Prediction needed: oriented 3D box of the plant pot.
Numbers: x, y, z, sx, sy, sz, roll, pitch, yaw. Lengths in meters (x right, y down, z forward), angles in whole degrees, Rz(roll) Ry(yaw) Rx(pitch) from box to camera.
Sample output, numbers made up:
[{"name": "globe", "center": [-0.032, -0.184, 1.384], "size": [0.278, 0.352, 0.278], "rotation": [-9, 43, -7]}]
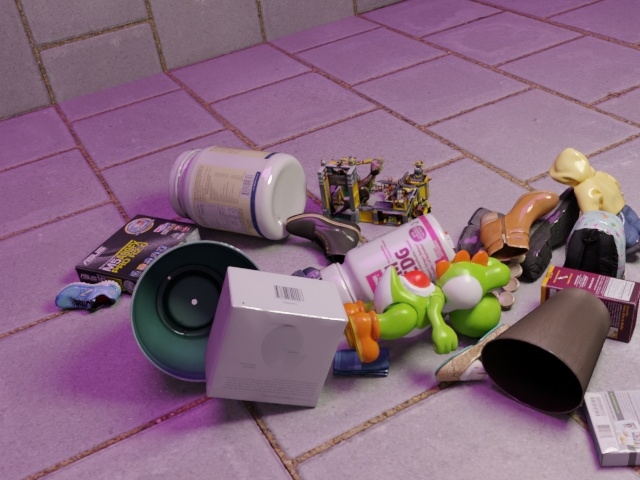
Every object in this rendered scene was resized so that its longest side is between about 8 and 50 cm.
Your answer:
[{"name": "plant pot", "center": [-0.267, 0.141, 1.577], "size": [0.293, 0.293, 0.196], "rotation": [-19, 8, -15]}]

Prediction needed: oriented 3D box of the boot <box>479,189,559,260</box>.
[{"name": "boot", "center": [0.461, -0.028, 1.651], "size": [0.197, 0.073, 0.152], "rotation": [-26, 29, 20]}]

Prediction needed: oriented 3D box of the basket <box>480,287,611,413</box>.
[{"name": "basket", "center": [0.459, 0.200, 1.407], "size": [0.204, 0.154, 0.227], "rotation": [20, 39, 37]}]

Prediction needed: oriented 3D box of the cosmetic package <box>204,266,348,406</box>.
[{"name": "cosmetic package", "center": [-0.093, 0.191, 1.416], "size": [0.224, 0.224, 0.138], "rotation": [10, 28, -17]}]

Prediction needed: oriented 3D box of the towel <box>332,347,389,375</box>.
[{"name": "towel", "center": [0.086, 0.254, 1.515], "size": [0.120, 0.029, 0.067], "rotation": [-4, 33, 9]}]

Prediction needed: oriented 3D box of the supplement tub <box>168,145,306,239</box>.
[{"name": "supplement tub", "center": [-0.227, -0.137, 1.988], "size": [0.325, 0.235, 0.235], "rotation": [10, 38, 26]}]

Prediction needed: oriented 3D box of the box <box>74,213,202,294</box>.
[{"name": "box", "center": [-0.483, 0.035, 1.949], "size": [0.216, 0.060, 0.270], "rotation": [11, 38, 26]}]

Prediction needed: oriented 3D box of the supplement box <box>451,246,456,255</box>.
[{"name": "supplement box", "center": [0.304, 0.048, 1.743], "size": [0.036, 0.062, 0.098], "rotation": [-11, 34, -3]}]

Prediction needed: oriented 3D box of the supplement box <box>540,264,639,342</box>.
[{"name": "supplement box", "center": [0.563, 0.131, 1.521], "size": [0.188, 0.104, 0.081], "rotation": [12, 38, 27]}]

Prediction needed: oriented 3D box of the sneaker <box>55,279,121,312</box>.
[{"name": "sneaker", "center": [-0.582, 0.144, 1.807], "size": [0.162, 0.063, 0.073], "rotation": [-10, 37, -1]}]

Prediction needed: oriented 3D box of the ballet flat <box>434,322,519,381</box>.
[{"name": "ballet flat", "center": [0.323, 0.237, 1.455], "size": [0.206, 0.073, 0.067], "rotation": [-30, 58, -23]}]

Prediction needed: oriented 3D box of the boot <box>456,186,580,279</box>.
[{"name": "boot", "center": [0.494, -0.050, 1.797], "size": [0.223, 0.118, 0.338], "rotation": [18, 43, 36]}]

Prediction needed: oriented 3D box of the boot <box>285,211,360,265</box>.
[{"name": "boot", "center": [0.000, 0.000, 1.863], "size": [0.198, 0.076, 0.137], "rotation": [5, 40, 6]}]

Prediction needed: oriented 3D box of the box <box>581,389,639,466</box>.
[{"name": "box", "center": [0.574, 0.328, 1.283], "size": [0.186, 0.038, 0.145], "rotation": [-5, 34, 7]}]

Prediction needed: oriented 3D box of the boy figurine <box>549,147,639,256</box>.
[{"name": "boy figurine", "center": [0.650, -0.090, 1.697], "size": [0.285, 0.092, 0.177], "rotation": [45, 51, 0]}]

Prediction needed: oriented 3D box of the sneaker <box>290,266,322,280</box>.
[{"name": "sneaker", "center": [-0.040, 0.144, 1.658], "size": [0.163, 0.086, 0.226], "rotation": [-21, 34, -13]}]

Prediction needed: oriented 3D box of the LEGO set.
[{"name": "LEGO set", "center": [0.142, -0.172, 1.994], "size": [0.331, 0.192, 0.255], "rotation": [11, 38, 27]}]

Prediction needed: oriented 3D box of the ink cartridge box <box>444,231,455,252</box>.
[{"name": "ink cartridge box", "center": [0.297, 0.003, 1.843], "size": [0.063, 0.029, 0.115], "rotation": [-10, 34, -2]}]

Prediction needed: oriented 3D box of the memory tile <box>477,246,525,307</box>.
[{"name": "memory tile", "center": [0.401, 0.082, 1.653], "size": [0.113, 0.012, 0.148], "rotation": [4, 62, 33]}]

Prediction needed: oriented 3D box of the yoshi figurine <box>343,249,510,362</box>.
[{"name": "yoshi figurine", "center": [0.234, 0.160, 1.509], "size": [0.362, 0.203, 0.203], "rotation": [-20, 61, -7]}]

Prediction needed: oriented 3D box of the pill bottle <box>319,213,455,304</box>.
[{"name": "pill bottle", "center": [0.152, 0.068, 1.624], "size": [0.283, 0.160, 0.160], "rotation": [-26, 34, 2]}]

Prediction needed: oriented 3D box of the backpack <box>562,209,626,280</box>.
[{"name": "backpack", "center": [0.601, 0.027, 1.598], "size": [0.152, 0.182, 0.115], "rotation": [7, 36, 24]}]
